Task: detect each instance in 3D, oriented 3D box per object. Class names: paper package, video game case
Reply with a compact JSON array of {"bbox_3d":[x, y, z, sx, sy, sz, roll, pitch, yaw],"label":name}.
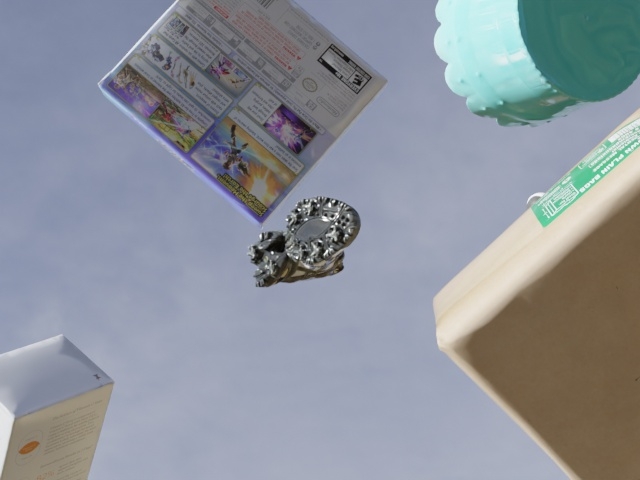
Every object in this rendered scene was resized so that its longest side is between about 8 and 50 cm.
[{"bbox_3d":[0.319,0.078,1.154,0.325,0.168,0.309,-42,-79,10],"label":"paper package"},{"bbox_3d":[-0.096,-0.191,1.480,0.269,0.244,0.061,41,-9,2],"label":"video game case"}]

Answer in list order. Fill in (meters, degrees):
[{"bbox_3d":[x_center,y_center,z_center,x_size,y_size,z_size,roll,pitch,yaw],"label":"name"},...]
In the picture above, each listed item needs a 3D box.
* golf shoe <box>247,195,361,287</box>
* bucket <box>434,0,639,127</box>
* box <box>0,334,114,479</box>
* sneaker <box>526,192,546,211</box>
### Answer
[{"bbox_3d":[0.000,0.000,1.347,0.094,0.077,0.198,2,-16,-34],"label":"golf shoe"},{"bbox_3d":[0.327,-0.304,1.698,0.281,0.281,0.183,14,-9,-26],"label":"bucket"},{"bbox_3d":[-0.307,0.203,1.222,0.130,0.091,0.170,-17,-45,-49],"label":"box"},{"bbox_3d":[0.381,0.046,2.034,0.147,0.295,0.104,2,-26,-32],"label":"sneaker"}]
